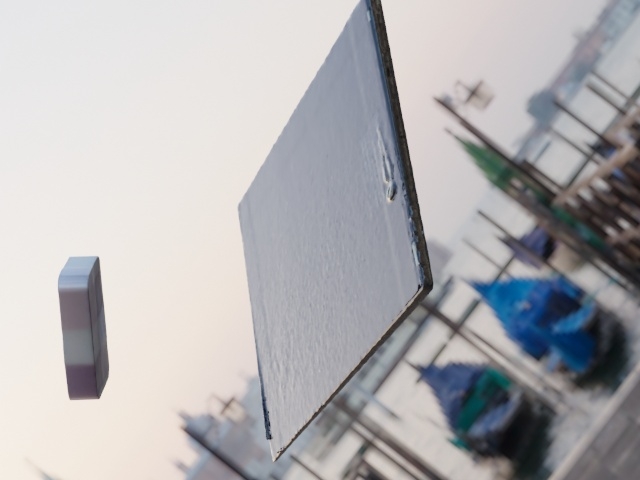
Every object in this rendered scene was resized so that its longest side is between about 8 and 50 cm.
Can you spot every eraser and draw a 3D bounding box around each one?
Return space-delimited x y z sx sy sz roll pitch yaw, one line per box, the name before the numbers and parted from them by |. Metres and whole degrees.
eraser | -0.186 0.069 1.152 0.065 0.026 0.105 -95 3 -73

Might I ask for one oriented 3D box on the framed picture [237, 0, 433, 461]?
framed picture | 0.000 0.000 1.187 0.339 0.014 0.255 125 142 -54
